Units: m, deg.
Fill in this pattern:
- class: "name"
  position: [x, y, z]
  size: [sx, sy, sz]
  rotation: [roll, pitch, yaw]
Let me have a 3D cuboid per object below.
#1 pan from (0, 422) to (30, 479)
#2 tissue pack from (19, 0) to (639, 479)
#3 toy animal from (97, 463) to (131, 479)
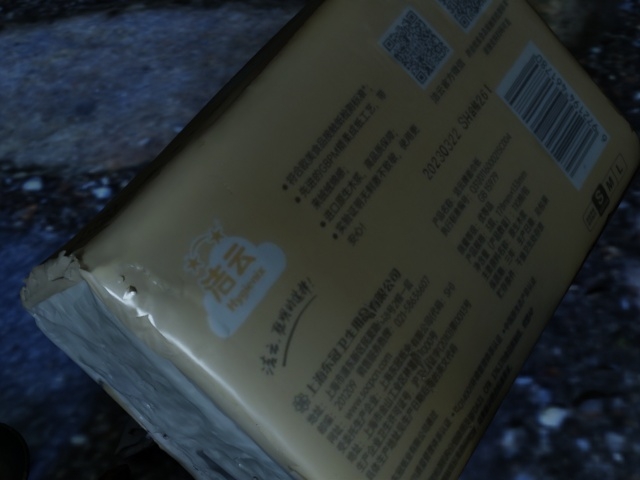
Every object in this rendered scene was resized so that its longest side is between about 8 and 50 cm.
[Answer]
- class: "pan"
  position: [-0.203, 0.157, 0.563]
  size: [0.068, 0.023, 0.115]
  rotation: [1, 47, 7]
- class: "tissue pack"
  position: [0.000, 0.000, 0.574]
  size: [0.238, 0.238, 0.305]
  rotation: [23, 56, 24]
- class: "toy animal"
  position: [-0.138, 0.169, 0.487]
  size: [0.179, 0.089, 0.188]
  rotation: [8, 21, -13]
